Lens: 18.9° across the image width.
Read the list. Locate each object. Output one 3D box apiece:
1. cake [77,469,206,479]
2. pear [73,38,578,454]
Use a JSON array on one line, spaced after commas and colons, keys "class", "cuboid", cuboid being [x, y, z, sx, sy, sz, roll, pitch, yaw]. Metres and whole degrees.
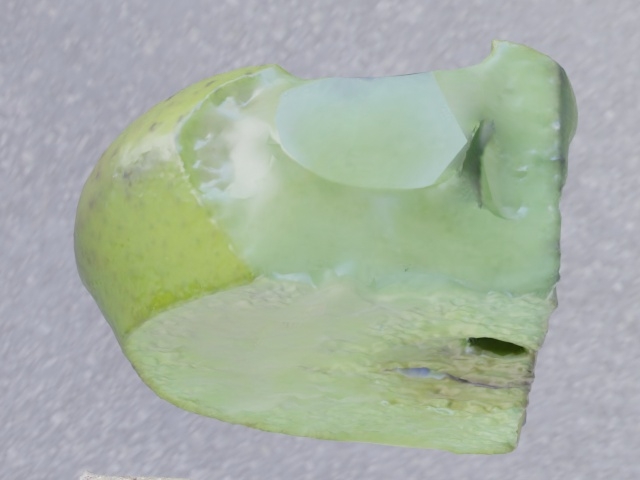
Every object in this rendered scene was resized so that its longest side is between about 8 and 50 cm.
[{"class": "cake", "cuboid": [-0.130, 0.189, 1.353, 0.065, 0.121, 0.052, 47, 50, -16]}, {"class": "pear", "cuboid": [0.000, 0.000, 1.125, 0.282, 0.286, 0.176, 0, 63, 0]}]
